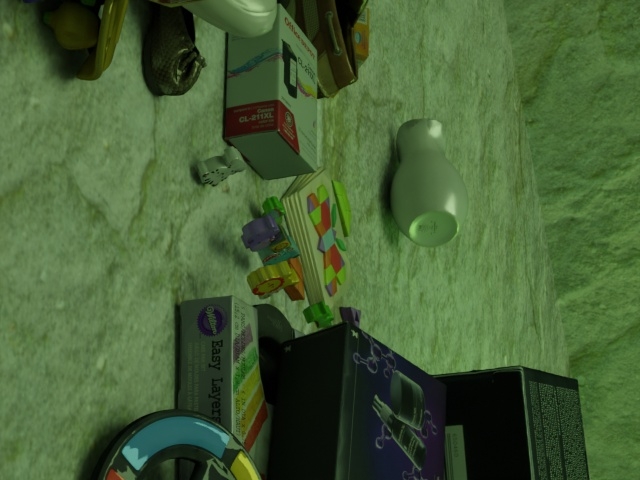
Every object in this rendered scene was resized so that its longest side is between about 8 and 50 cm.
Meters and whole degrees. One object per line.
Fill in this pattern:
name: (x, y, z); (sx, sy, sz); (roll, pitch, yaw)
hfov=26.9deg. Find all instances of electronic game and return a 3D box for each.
electronic game: (-0.123, 0.266, 1.209); (0.229, 0.048, 0.229); (20, 63, -46)

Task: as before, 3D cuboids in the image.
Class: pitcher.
pitcher: (0.174, -0.071, 2.198); (0.207, 0.126, 0.177); (-94, 179, -46)

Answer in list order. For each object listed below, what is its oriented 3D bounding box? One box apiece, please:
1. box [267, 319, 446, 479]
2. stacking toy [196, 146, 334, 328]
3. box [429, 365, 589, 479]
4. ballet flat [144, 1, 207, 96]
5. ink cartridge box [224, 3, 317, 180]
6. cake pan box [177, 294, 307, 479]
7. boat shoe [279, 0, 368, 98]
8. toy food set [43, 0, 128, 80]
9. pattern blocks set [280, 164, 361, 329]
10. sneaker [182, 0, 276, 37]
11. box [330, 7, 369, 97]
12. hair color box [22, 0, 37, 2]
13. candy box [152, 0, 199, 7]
box: (0.040, 0.245, 1.417); (0.184, 0.103, 0.261); (33, 48, -36)
stacking toy: (-0.059, 0.006, 1.516); (0.167, 0.052, 0.221); (65, 6, 23)
box: (0.177, 0.290, 1.767); (0.395, 0.294, 0.211); (23, 61, -68)
ballet flat: (-0.152, -0.272, 1.422); (0.084, 0.058, 0.249); (37, 48, -64)
ink cartridge box: (-0.058, -0.180, 1.630); (0.127, 0.072, 0.175); (43, 43, -60)
cake pan box: (-0.073, 0.203, 1.441); (0.246, 0.070, 0.266); (41, 45, -65)
boat shoe: (0.010, -0.328, 1.810); (0.122, 0.120, 0.323); (47, 39, -58)
toy food set: (-0.212, -0.252, 1.246); (0.128, 0.071, 0.217); (112, -11, -61)
pattern blocks set: (0.000, 0.000, 1.791); (0.285, 0.026, 0.324); (-68, 144, -56)
sneaker: (-0.117, -0.349, 1.342); (0.114, 0.152, 0.305); (-34, 99, -46)
box: (0.029, -0.261, 1.885); (0.028, 0.136, 0.081); (13, 61, -22)
hair color box: (-0.238, -0.400, 1.161); (0.185, 0.110, 0.338); (53, 33, -55)
candy box: (-0.162, -0.299, 1.043); (0.316, 0.088, 0.182); (-2, 85, -71)
